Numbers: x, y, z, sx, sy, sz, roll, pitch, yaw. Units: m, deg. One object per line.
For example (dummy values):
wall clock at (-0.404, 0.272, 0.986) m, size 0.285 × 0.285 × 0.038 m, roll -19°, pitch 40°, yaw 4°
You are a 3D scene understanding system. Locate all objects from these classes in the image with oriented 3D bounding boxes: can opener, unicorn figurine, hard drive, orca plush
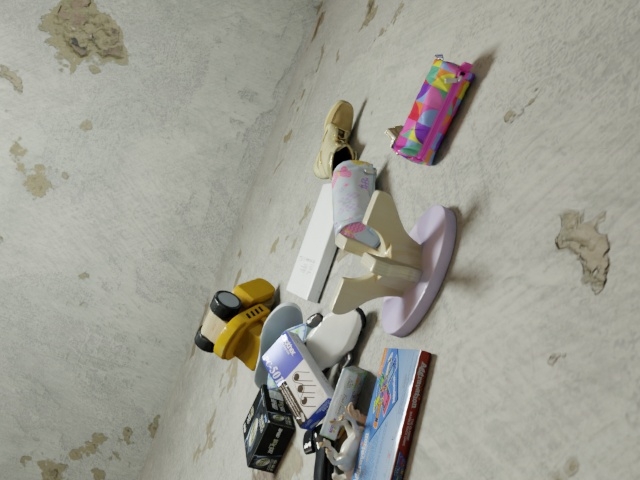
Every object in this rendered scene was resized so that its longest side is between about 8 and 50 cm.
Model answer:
can opener at (0.007, 0.457, 1.297) m, size 0.073 × 0.059 × 0.186 m, roll -44°, pitch 24°, yaw 18°
unicorn figurine at (0.048, 0.405, 1.194) m, size 0.162 × 0.111 × 0.060 m, roll -53°, pitch 24°, yaw -9°
hard drive at (0.000, 0.000, 1.857) m, size 0.353 × 0.047 × 0.233 m, roll -71°, pitch 17°, yaw -3°
orca plush at (0.026, 0.267, 1.454) m, size 0.151 × 0.102 × 0.287 m, roll 30°, pitch 102°, yaw 32°

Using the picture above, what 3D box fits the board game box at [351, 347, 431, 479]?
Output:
board game box at (0.125, 0.337, 1.135) m, size 0.145 × 0.027 × 0.281 m, roll -18°, pitch 54°, yaw 67°

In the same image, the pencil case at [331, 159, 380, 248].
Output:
pencil case at (0.093, -0.090, 1.574) m, size 0.124 × 0.113 × 0.273 m, roll -14°, pitch 40°, yaw 14°

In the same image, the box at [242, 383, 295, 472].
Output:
box at (-0.142, 0.499, 1.665) m, size 0.147 × 0.077 × 0.180 m, roll -65°, pitch 18°, yaw 15°

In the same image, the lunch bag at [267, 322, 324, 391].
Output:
lunch bag at (-0.056, 0.307, 1.605) m, size 0.219 × 0.090 × 0.176 m, roll -34°, pitch 40°, yaw 61°

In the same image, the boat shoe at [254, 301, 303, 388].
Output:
boat shoe at (-0.119, 0.289, 1.788) m, size 0.105 × 0.113 × 0.306 m, roll -89°, pitch 10°, yaw -61°

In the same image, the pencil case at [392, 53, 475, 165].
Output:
pencil case at (0.246, -0.281, 1.356) m, size 0.104 × 0.104 × 0.236 m, roll -117°, pitch 49°, yaw -67°

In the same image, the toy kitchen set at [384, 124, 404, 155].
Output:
toy kitchen set at (0.192, -0.230, 1.516) m, size 0.068 × 0.083 × 0.075 m, roll 53°, pitch 133°, yaw 19°

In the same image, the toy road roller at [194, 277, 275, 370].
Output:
toy road roller at (-0.235, 0.290, 2.069) m, size 0.329 × 0.240 × 0.203 m, roll -22°, pitch -36°, yaw -60°

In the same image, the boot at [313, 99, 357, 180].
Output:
boot at (0.063, -0.309, 1.933) m, size 0.203 × 0.095 × 0.262 m, roll -143°, pitch 73°, yaw -72°

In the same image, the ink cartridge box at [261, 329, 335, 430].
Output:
ink cartridge box at (-0.048, 0.307, 1.380) m, size 0.097 × 0.046 × 0.207 m, roll -49°, pitch 47°, yaw 13°

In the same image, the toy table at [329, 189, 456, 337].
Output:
toy table at (0.134, 0.040, 1.223) m, size 0.274 × 0.160 × 0.252 m, roll -72°, pitch 17°, yaw -5°

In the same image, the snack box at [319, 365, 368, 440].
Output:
snack box at (0.050, 0.330, 1.270) m, size 0.100 × 0.037 × 0.141 m, roll 28°, pitch -99°, yaw -72°
